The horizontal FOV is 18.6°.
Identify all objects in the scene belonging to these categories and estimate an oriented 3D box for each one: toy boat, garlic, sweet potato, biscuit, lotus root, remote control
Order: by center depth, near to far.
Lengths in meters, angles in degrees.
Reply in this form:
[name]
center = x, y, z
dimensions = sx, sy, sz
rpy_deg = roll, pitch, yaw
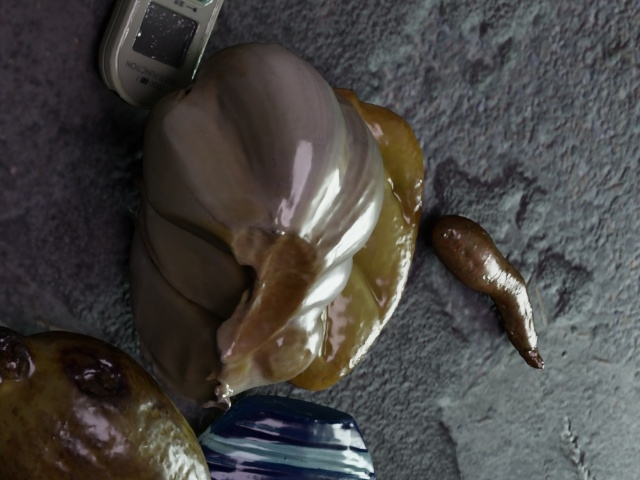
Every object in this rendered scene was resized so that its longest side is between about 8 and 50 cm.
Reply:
[garlic]
center = -0.051, -0.027, 1.478
dimensions = 0.184, 0.203, 0.281
rpy_deg = -21, 137, -28
[lotus root]
center = -0.181, 0.153, 1.485
dimensions = 0.145, 0.128, 0.260
rpy_deg = -43, 123, -5
[remote control]
center = -0.107, -0.207, 1.486
dimensions = 0.078, 0.042, 0.221
rpy_deg = 20, 92, -39
[biscuit]
center = 0.004, 0.001, 1.628
dimensions = 0.203, 0.041, 0.260
rpy_deg = -5, 105, -35
[toy boat]
center = -0.057, 0.278, 1.657
dimensions = 0.220, 0.067, 0.291
rpy_deg = 13, 98, -39
[sweet potato]
center = 0.155, 0.041, 1.750
dimensions = 0.050, 0.050, 0.214
rpy_deg = -52, 133, -12
